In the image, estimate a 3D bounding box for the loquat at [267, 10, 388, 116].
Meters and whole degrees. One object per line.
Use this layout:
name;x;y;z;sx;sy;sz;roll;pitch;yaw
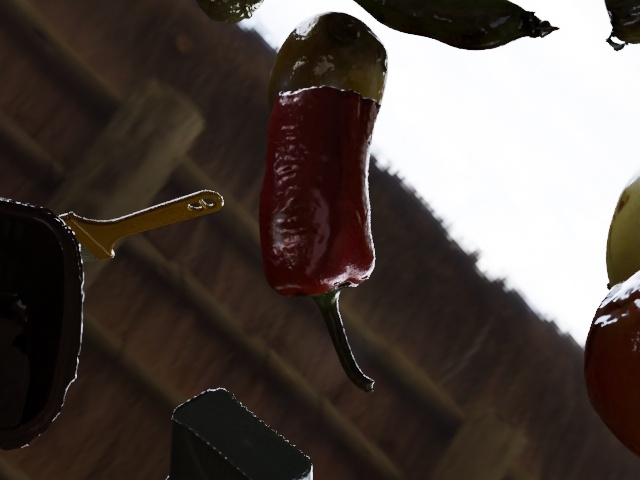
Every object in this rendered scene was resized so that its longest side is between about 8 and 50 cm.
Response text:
loquat;0.011;-0.220;2.147;0.179;0.227;0.179;8;-136;-8

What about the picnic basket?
picnic basket;-0.346;0.076;1.202;0.297;0.129;0.222;6;-116;-13

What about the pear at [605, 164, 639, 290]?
pear;0.557;0.003;2.111;0.309;0.309;0.309;41;-159;-19

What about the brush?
brush;-0.246;-0.022;1.950;0.103;0.272;0.013;49;-146;-46

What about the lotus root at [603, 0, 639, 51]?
lotus root;0.521;-0.359;2.150;0.123;0.241;0.124;-55;-53;-66

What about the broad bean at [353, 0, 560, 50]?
broad bean;0.140;-0.285;1.844;0.339;0.077;0.061;19;176;25

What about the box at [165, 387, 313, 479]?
box;-0.113;0.359;2.188;0.138;0.178;0.274;-30;-132;-36

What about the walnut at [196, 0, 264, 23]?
walnut;-0.103;-0.290;1.697;0.092;0.092;0.092;41;-159;-19

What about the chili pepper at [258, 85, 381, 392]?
chili pepper;-0.005;0.000;1.689;0.131;0.134;0.338;32;-120;-75

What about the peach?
peach;0.494;0.159;1.778;0.372;0.290;0.372;21;175;2
